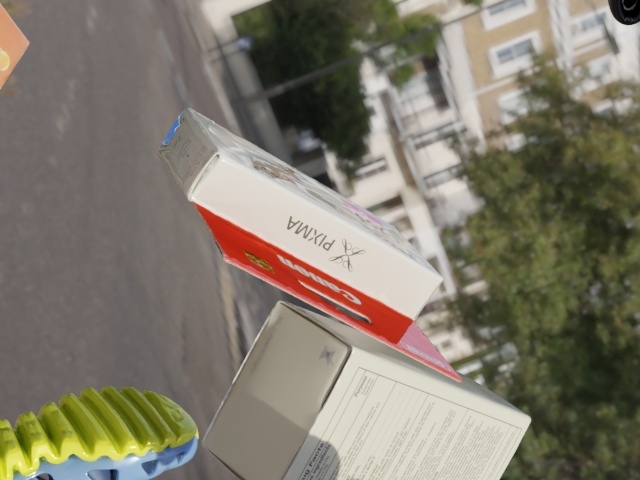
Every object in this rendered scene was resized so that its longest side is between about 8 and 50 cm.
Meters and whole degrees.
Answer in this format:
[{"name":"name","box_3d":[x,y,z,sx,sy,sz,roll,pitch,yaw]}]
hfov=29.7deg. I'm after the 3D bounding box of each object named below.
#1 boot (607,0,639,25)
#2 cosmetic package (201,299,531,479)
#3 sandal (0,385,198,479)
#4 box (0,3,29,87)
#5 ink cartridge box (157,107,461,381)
[{"name":"boot","box_3d":[0.366,-0.385,1.406,0.176,0.088,0.244,-94,-178,-55]},{"name":"cosmetic package","box_3d":[0.054,0.184,1.161,0.309,0.160,0.113,28,2,-46]},{"name":"sandal","box_3d":[-0.287,0.253,1.310,0.126,0.317,0.138,-129,-147,-57]},{"name":"box","box_3d":[-0.396,-0.091,0.841,0.215,0.168,0.345,59,44,-45]},{"name":"ink cartridge box","box_3d":[0.000,0.000,1.099,0.275,0.060,0.239,29,11,-30]}]
